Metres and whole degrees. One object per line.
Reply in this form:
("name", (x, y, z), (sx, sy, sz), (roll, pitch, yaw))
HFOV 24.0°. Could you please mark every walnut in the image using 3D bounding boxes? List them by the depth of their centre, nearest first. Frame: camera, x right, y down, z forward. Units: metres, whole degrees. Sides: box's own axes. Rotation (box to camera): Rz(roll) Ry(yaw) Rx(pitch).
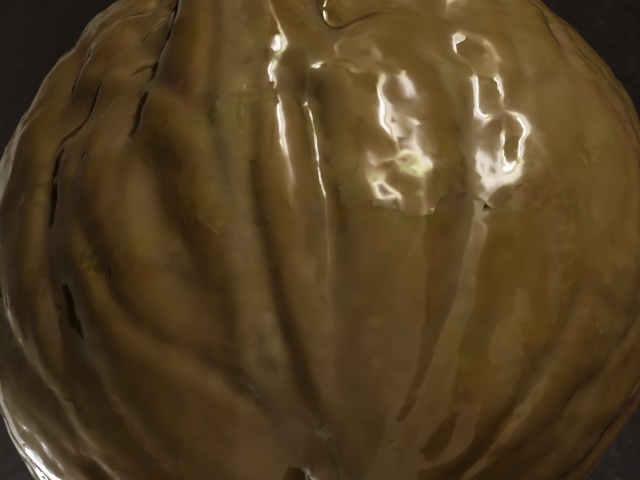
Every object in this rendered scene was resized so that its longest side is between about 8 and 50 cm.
("walnut", (0.000, 0.000, 0.680), (0.333, 0.333, 0.333), (-30, 54, 53))
